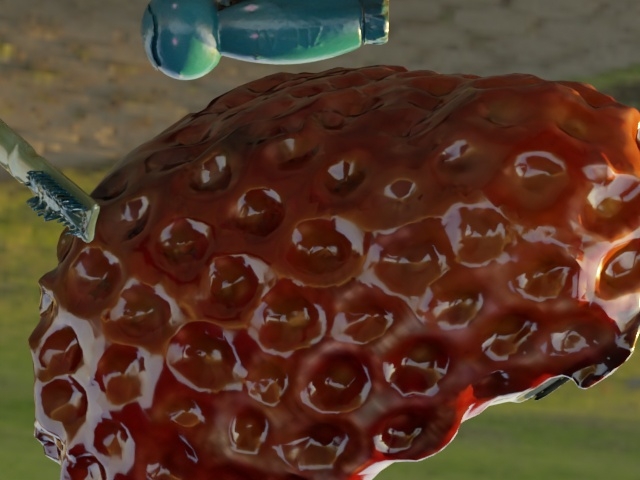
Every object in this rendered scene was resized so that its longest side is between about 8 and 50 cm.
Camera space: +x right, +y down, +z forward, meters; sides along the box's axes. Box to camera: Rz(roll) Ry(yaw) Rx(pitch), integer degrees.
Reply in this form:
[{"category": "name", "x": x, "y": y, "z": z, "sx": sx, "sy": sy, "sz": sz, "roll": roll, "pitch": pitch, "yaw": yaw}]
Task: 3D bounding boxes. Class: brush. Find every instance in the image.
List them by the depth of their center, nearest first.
[{"category": "brush", "x": -0.104, "y": -0.024, "z": 0.661, "sx": 0.013, "sy": 0.016, "sz": 0.083, "roll": -9, "pitch": -148, "yaw": -34}]

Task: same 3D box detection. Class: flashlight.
[{"category": "flashlight", "x": -0.029, "y": -0.109, "z": 0.954, "sx": 0.129, "sy": 0.051, "sz": 0.051, "roll": -1, "pitch": 169, "yaw": 1}]

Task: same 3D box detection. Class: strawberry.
[{"category": "strawberry", "x": -0.014, "y": 0.012, "z": 0.743, "sx": 0.150, "sy": 0.253, "sz": 0.280, "roll": 47, "pitch": 167, "yaw": -17}]

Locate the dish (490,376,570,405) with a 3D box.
[{"category": "dish", "x": 0.185, "y": 0.038, "z": 1.362, "sx": 0.243, "sy": 0.182, "sz": 0.080, "roll": -36, "pitch": 113, "yaw": 19}]
